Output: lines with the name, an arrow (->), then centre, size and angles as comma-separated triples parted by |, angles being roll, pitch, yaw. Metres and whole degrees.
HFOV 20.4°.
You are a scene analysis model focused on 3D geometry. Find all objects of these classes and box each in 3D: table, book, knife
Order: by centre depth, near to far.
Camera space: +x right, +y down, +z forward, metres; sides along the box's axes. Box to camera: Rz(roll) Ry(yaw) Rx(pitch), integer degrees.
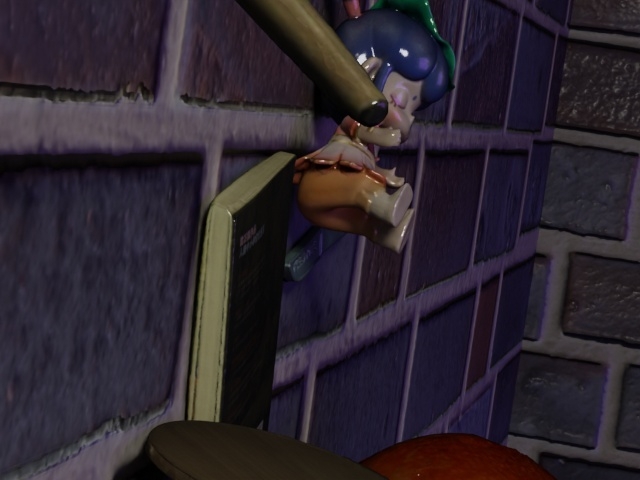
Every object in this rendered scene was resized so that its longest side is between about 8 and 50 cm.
table -> -0.051, 0.241, 1.043 | 0.167, 0.167, 0.227 | -18, 126, -76
book -> -0.052, 0.068, 1.167 | 0.160, 0.024, 0.228 | -47, 145, -70
knife -> -0.001, 0.000, 1.373 | 0.210, 0.015, 0.028 | -45, 149, -68

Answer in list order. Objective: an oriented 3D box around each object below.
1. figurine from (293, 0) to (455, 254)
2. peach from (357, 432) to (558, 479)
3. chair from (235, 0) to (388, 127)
figurine -> 0.036, -0.096, 1.286 | 0.111, 0.102, 0.195 | 83, 23, -61
peach -> 0.095, 0.337, 1.402 | 0.372, 0.289, 0.373 | 1, 90, -79
chair -> -0.127, -0.126, 0.418 | 0.272, 0.166, 0.188 | 57, -9, 29
